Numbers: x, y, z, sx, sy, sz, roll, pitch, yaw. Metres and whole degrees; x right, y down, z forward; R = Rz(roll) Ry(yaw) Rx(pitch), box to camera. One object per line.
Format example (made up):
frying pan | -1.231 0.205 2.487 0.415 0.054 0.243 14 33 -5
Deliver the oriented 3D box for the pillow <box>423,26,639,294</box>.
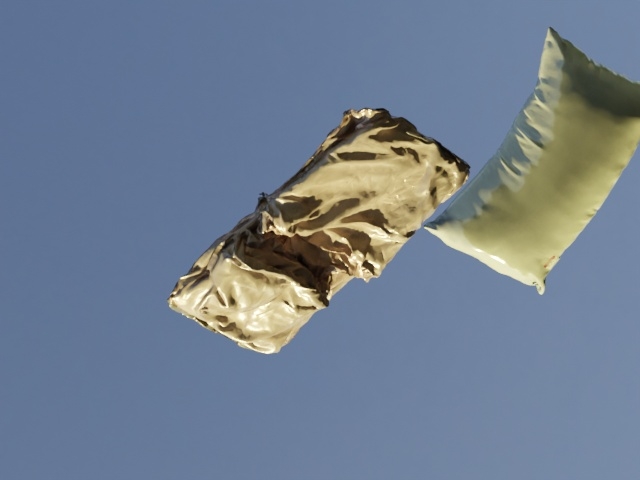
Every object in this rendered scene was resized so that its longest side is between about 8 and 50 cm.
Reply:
pillow | 0.230 -0.080 1.676 0.254 0.144 0.078 -58 -4 14

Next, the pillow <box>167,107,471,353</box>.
pillow | 0.000 0.000 1.328 0.248 0.049 0.135 -44 -50 15
